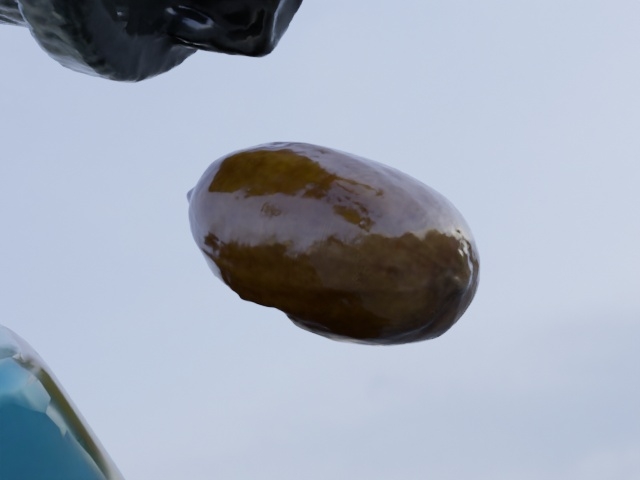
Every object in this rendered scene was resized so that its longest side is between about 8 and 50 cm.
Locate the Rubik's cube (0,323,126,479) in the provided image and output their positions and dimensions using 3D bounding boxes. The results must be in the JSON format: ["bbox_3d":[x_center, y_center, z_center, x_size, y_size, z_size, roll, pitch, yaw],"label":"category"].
[{"bbox_3d":[-0.246,0.270,0.999,0.352,0.352,0.347,-34,8,-14],"label":"Rubik's cube"}]

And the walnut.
[{"bbox_3d":[0.000,0.000,0.981,0.207,0.115,0.116,17,0,33],"label":"walnut"}]

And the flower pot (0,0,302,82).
[{"bbox_3d":[-0.124,-0.251,1.047,0.283,0.299,0.299,15,-9,24],"label":"flower pot"}]
